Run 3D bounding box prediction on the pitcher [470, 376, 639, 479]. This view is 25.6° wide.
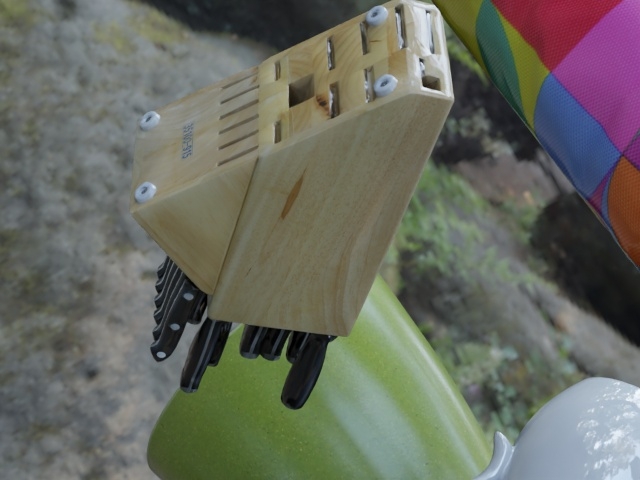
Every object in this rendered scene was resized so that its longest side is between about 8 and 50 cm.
[{"bbox_3d":[0.141,0.183,0.911,0.178,0.125,0.207,32,71,-1],"label":"pitcher"}]

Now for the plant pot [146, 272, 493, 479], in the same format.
[{"bbox_3d":[0.044,0.219,1.239,0.293,0.274,0.275,47,21,21],"label":"plant pot"}]

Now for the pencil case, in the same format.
[{"bbox_3d":[0.097,-0.080,0.466,0.104,0.104,0.236,27,27,-49],"label":"pencil case"}]

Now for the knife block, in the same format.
[{"bbox_3d":[0.000,0.000,0.900,0.242,0.276,0.088,49,27,-41],"label":"knife block"}]
